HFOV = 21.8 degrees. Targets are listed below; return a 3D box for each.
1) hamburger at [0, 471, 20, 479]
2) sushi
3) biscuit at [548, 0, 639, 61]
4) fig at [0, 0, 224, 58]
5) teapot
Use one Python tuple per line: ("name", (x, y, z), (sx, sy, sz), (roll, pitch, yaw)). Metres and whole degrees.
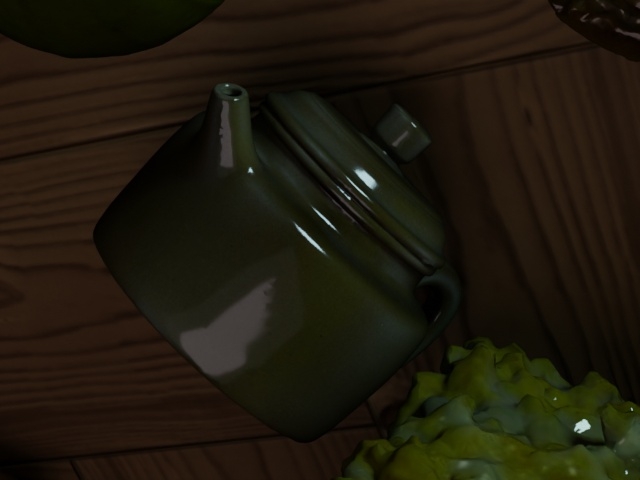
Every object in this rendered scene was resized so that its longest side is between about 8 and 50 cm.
("hamburger", (-0.272, 0.233, 1.217), (0.137, 0.175, 0.175), (5, 127, -1))
("sushi", (0.081, 0.246, 0.947), (0.240, 0.396, 0.351), (28, 123, 15))
("biscuit", (0.189, -0.183, 0.827), (0.226, 0.042, 0.226), (10, 128, 13))
("fig", (-0.132, -0.187, 0.824), (0.203, 0.225, 0.203), (2, 101, 12))
("teapot", (0.000, 0.000, 0.953), (0.175, 0.185, 0.268), (-44, 138, 8))
